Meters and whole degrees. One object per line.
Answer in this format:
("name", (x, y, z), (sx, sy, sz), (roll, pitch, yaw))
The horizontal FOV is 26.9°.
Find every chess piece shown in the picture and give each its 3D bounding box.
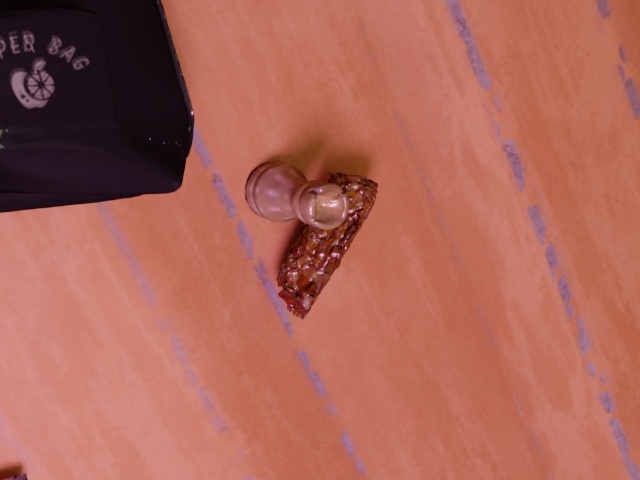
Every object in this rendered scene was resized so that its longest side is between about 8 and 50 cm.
("chess piece", (-0.023, -0.043, 1.390), (0.066, 0.122, 0.066), (-7, 104, -29))

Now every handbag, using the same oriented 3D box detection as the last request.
("handbag", (-0.277, -0.170, 1.210), (0.342, 0.152, 0.288), (-6, 92, -30))

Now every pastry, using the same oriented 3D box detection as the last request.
("pastry", (0.000, 0.000, 1.440), (0.063, 0.087, 0.169), (31, 82, 2))

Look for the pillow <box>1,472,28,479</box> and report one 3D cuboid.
("pillow", (-0.365, 0.294, 1.305), (0.185, 0.043, 0.118), (-9, 107, -29))
